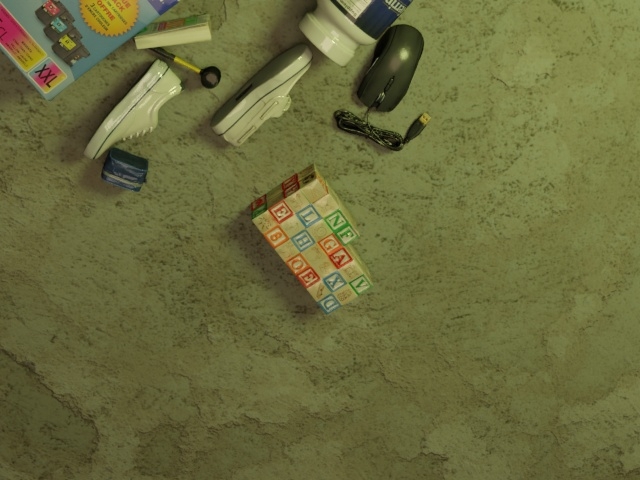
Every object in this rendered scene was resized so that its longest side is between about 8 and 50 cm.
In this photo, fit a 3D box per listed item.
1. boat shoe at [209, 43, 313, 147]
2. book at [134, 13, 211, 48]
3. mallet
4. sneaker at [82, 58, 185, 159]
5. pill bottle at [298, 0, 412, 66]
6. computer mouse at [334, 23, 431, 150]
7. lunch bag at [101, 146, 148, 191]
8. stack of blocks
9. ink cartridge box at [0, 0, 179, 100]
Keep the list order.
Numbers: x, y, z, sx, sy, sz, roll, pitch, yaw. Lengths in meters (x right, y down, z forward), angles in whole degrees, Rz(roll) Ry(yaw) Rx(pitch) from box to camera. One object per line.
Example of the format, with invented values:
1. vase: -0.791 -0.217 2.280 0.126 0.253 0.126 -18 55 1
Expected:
1. boat shoe: -0.105 -0.289 1.892 0.267 0.096 0.088 -40 118 16
2. book: -0.286 -0.410 1.811 0.144 0.096 0.035 -10 119 -1
3. mallet: -0.286 -0.366 1.873 0.189 0.062 0.039 29 109 -2
4. sneaker: -0.380 -0.248 1.888 0.091 0.094 0.258 41 107 -17
5. pill bottle: 0.087 -0.473 1.779 0.153 0.153 0.265 37 110 -21
6. computer mouse: 0.165 -0.303 1.926 0.184 0.060 0.262 26 113 -16
7. lunch bag: -0.410 -0.144 1.955 0.098 0.067 0.065 22 114 -17
8. stack of blocks: 0.000 0.000 2.055 0.171 0.087 0.297 -32 116 11
9. ink cartridge box: -0.441 -0.491 1.729 0.395 0.151 0.270 -35 115 11
